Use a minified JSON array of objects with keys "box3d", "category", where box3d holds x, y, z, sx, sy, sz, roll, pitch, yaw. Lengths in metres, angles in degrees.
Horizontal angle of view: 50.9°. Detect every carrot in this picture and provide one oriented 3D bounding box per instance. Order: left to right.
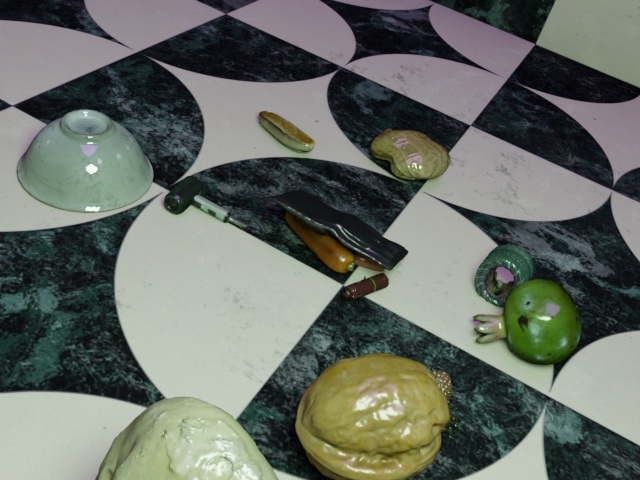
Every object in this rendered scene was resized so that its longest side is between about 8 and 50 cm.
[{"box3d":[0.000,0.000,1.587,0.067,0.067,0.225,-19,49,-36],"category":"carrot"}]

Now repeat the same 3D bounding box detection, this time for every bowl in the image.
[{"box3d":[-0.550,-0.218,1.584,0.313,0.146,0.313,9,40,-8],"category":"bowl"}]

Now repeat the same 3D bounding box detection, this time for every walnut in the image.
[{"box3d":[0.082,0.299,1.137,0.257,0.225,0.257,6,35,-4],"category":"walnut"}]

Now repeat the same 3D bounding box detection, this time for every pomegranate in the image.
[{"box3d":[0.447,0.182,1.463,0.225,0.187,0.187,-6,37,14],"category":"pomegranate"}]

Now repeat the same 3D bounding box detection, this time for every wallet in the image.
[{"box3d":[0.053,-0.033,1.593,0.323,0.041,0.247,29,14,10],"category":"wallet"}]

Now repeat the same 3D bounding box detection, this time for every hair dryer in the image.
[{"box3d":[-0.265,-0.075,1.597,0.197,0.057,0.100,27,42,4],"category":"hair dryer"}]

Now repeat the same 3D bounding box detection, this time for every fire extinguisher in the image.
[{"box3d":[0.094,0.106,1.515,0.132,0.039,0.056,-17,17,-34],"category":"fire extinguisher"}]

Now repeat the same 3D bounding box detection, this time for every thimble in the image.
[{"box3d":[0.435,0.082,1.588,0.118,0.135,0.090,30,40,22],"category":"thimble"}]

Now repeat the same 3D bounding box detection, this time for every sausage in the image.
[{"box3d":[0.115,0.049,1.593,0.083,0.034,0.034,18,39,0],"category":"sausage"}]

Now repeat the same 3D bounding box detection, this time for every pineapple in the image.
[{"box3d":[0.234,0.317,1.308,0.058,0.058,0.124,9,44,-9],"category":"pineapple"}]

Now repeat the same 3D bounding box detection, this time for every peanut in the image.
[{"box3d":[0.255,-0.253,1.941,0.196,0.110,0.233,-22,55,-38],"category":"peanut"}]

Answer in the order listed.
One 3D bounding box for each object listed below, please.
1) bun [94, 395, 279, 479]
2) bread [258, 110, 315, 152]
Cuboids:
[{"box3d":[-0.181,0.386,0.859,0.234,0.362,0.326,-13,11,-36],"category":"bun"},{"box3d":[-0.102,-0.304,1.918,0.073,0.053,0.214,-21,50,-42],"category":"bread"}]
